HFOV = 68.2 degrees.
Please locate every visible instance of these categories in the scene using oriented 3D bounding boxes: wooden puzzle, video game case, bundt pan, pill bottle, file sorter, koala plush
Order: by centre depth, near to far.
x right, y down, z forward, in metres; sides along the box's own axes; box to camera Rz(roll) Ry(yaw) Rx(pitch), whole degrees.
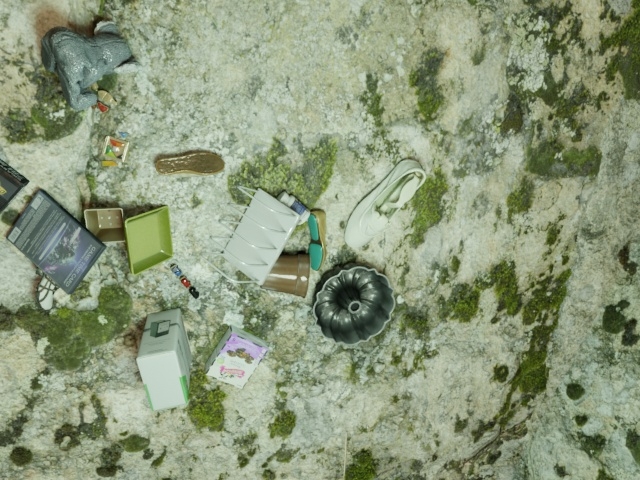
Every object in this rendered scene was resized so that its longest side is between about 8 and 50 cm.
[{"bbox_3d":[-0.626,-0.510,1.314,0.221,0.203,0.196,-31,87,-33],"label":"koala plush"},{"bbox_3d":[-0.813,0.005,1.450,0.274,0.026,0.196,40,98,4],"label":"video game case"},{"bbox_3d":[-0.640,-0.284,1.477,0.078,0.014,0.117,9,106,-19],"label":"wooden puzzle"},{"bbox_3d":[-0.237,-0.020,1.554,0.278,0.192,0.173,-60,157,9],"label":"file sorter"},{"bbox_3d":[-0.099,-0.116,1.663,0.120,0.067,0.067,41,94,-24],"label":"pill bottle"},{"bbox_3d":[0.114,0.231,1.817,0.330,0.124,0.331,-5,109,-15],"label":"bundt pan"}]

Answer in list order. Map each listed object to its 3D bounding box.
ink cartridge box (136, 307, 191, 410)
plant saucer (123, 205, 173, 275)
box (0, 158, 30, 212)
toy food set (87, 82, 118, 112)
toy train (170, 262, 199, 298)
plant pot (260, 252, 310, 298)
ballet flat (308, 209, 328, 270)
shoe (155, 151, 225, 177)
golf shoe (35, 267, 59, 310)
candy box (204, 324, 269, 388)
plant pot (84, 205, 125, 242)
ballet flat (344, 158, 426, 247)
[{"bbox_3d":[-0.521,0.394,1.603,0.121,0.289,0.211,-10,111,-9],"label":"ink cartridge box"},{"bbox_3d":[-0.566,-0.005,1.533,0.045,0.188,0.188,9,111,23],"label":"plant saucer"},{"bbox_3d":[-1.075,-0.159,1.367,0.293,0.073,0.295,-45,114,2],"label":"box"},{"bbox_3d":[-0.677,-0.431,1.411,0.078,0.019,0.122,-45,114,2],"label":"toy food set"},{"bbox_3d":[-0.477,0.145,1.663,0.027,0.036,0.158,-33,114,-3],"label":"toy train"},{"bbox_3d":[-0.130,0.118,1.696,0.165,0.167,0.167,6,107,-9],"label":"plant pot"},{"bbox_3d":[0.000,0.000,1.732,0.073,0.080,0.233,-22,120,-40],"label":"ballet flat"},{"bbox_3d":[-0.423,-0.244,1.536,0.218,0.058,0.077,-4,90,-19],"label":"shoe"},{"bbox_3d":[-0.865,0.139,1.529,0.093,0.077,0.198,4,109,-18],"label":"golf shoe"},{"bbox_3d":[-0.319,0.444,1.796,0.164,0.070,0.196,30,98,-23],"label":"candy box"},{"bbox_3d":[-0.676,-0.060,1.501,0.108,0.096,0.109,-4,111,-15],"label":"plant pot"},{"bbox_3d":[0.236,-0.126,1.722,0.139,0.139,0.400,37,96,-24],"label":"ballet flat"}]
